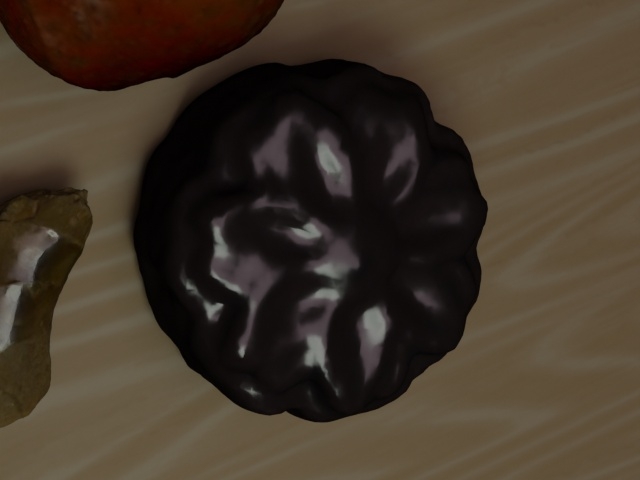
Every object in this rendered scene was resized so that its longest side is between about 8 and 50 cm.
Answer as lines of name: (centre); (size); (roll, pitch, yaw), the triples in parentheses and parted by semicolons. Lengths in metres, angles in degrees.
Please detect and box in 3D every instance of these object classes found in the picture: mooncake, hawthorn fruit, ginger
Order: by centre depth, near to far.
hawthorn fruit: (-0.151, -0.256, 1.017); (0.254, 0.254, 0.300); (-46, 129, -12)
ginger: (-0.224, 0.044, 1.140); (0.095, 0.069, 0.190); (20, 91, -22)
mooncake: (0.000, 0.000, 1.202); (0.283, 0.141, 0.283); (-4, 98, -27)
